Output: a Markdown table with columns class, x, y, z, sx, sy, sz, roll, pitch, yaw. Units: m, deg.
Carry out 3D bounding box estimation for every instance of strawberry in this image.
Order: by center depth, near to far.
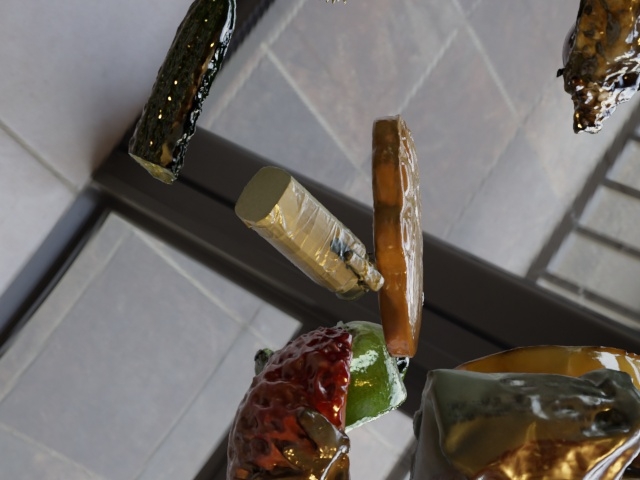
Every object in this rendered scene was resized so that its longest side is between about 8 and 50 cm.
| class | x | y | z | sx | sy | sz | roll | pitch | yaw |
| --- | --- | --- | --- | --- | --- | --- | --- | --- | --- |
| strawberry | -0.035 | 0.227 | 1.363 | 0.336 | 0.149 | 0.265 | -84 | 175 | -69 |

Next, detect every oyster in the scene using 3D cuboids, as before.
| class | x | y | z | sx | sy | sz | roll | pitch | yaw |
| --- | --- | --- | --- | --- | --- | --- | --- | --- | --- |
| oyster | 0.291 | -0.228 | 0.994 | 0.128 | 0.078 | 0.345 | -30 | 143 | -31 |

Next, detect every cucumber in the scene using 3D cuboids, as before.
| class | x | y | z | sx | sy | sz | roll | pitch | yaw |
| --- | --- | --- | --- | --- | --- | --- | --- | --- | --- |
| cucumber | -0.168 | -0.195 | 1.336 | 0.077 | 0.077 | 0.265 | 10 | 108 | -49 |

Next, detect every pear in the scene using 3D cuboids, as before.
| class | x | y | z | sx | sy | sz | roll | pitch | yaw |
| --- | --- | --- | --- | --- | --- | --- | --- | --- | --- |
| pear | 0.042 | 0.224 | 1.816 | 0.255 | 0.238 | 0.164 | -19 | 95 | -19 |

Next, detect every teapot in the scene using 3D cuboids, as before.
| class | x | y | z | sx | sy | sz | roll | pitch | yaw |
| --- | --- | --- | --- | --- | --- | --- | --- | --- | --- |
| teapot | 0.000 | 0.000 | 1.291 | 0.200 | 0.107 | 0.077 | 42 | 74 | -40 |

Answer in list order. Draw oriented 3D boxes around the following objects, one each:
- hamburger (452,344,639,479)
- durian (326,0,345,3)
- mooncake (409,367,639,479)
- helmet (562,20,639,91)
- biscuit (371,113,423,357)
| class | x | y | z | sx | sy | sz | roll | pitch | yaw |
| --- | --- | --- | --- | --- | --- | --- | --- | --- | --- |
| hamburger | 0.343 | 0.339 | 1.570 | 0.395 | 0.395 | 0.278 | 40 | 42 | -50 |
| durian | 0.021 | -0.499 | 1.571 | 0.225 | 0.291 | 0.291 | -46 | 138 | -20 |
| mooncake | 0.116 | 0.132 | 0.614 | 0.125 | 0.073 | 0.130 | -1 | 137 | -6 |
| helmet | 0.366 | -0.244 | 1.321 | 0.175 | 0.155 | 0.106 | -34 | 99 | 2 |
| biscuit | 0.112 | -0.016 | 1.501 | 0.312 | 0.057 | 0.352 | 63 | 25 | -73 |
